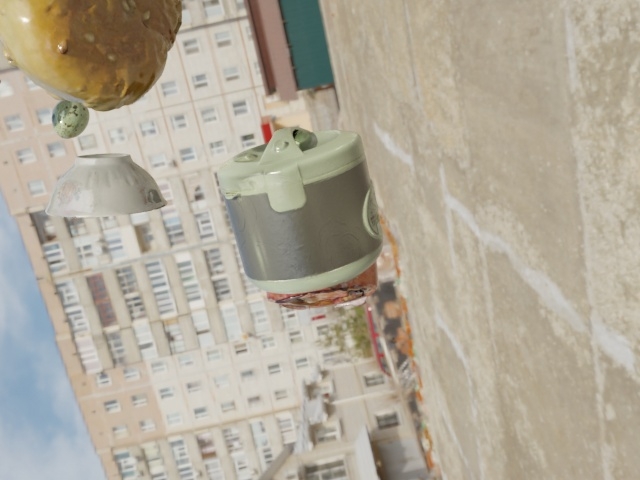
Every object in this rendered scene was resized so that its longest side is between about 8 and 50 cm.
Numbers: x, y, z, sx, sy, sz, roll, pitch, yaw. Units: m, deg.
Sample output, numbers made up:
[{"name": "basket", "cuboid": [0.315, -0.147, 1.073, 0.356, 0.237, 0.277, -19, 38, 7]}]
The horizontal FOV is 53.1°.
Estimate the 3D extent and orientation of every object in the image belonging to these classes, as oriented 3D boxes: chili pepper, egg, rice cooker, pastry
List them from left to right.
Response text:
[{"name": "egg", "cuboid": [-0.605, -0.294, 1.547, 0.085, 0.085, 0.110, 79, -166, -66]}, {"name": "pastry", "cuboid": [-0.341, -0.348, 0.923, 0.284, 0.184, 0.316, 23, -104, -54]}, {"name": "rice cooker", "cuboid": [-0.033, -0.068, 1.172, 0.288, 0.288, 0.277, -105, 2, -74]}, {"name": "chili pepper", "cuboid": [0.000, 0.000, 1.467, 0.229, 0.251, 0.306, 20, -114, -68]}]

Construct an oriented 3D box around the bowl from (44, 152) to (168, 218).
[{"name": "bowl", "cuboid": [-0.339, -0.093, 1.014, 0.189, 0.188, 0.086, -106, 15, -77]}]
